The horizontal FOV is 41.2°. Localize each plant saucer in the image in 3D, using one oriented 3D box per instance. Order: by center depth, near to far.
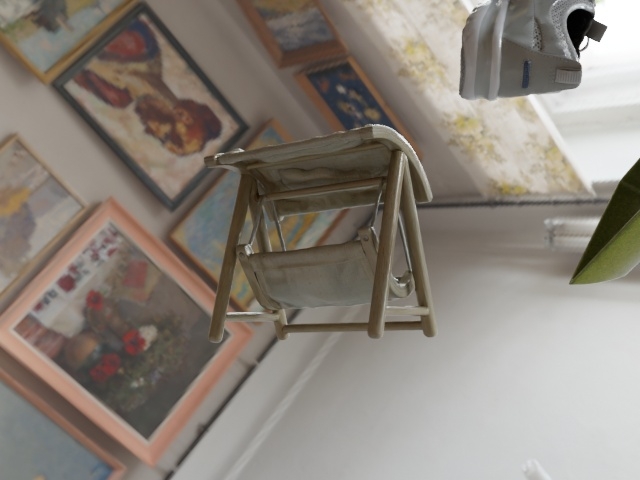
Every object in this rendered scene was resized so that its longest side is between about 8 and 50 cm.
[{"bbox_3d":[0.355,-0.049,0.901,0.188,0.045,0.188,-53,172,-34],"label":"plant saucer"}]

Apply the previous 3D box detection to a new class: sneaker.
[{"bbox_3d":[0.215,-0.207,0.812,0.115,0.105,0.281,12,-135,17],"label":"sneaker"}]

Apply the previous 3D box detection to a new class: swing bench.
[{"bbox_3d":[0.000,0.000,1.089,0.253,0.165,0.255,-5,-97,33],"label":"swing bench"}]
